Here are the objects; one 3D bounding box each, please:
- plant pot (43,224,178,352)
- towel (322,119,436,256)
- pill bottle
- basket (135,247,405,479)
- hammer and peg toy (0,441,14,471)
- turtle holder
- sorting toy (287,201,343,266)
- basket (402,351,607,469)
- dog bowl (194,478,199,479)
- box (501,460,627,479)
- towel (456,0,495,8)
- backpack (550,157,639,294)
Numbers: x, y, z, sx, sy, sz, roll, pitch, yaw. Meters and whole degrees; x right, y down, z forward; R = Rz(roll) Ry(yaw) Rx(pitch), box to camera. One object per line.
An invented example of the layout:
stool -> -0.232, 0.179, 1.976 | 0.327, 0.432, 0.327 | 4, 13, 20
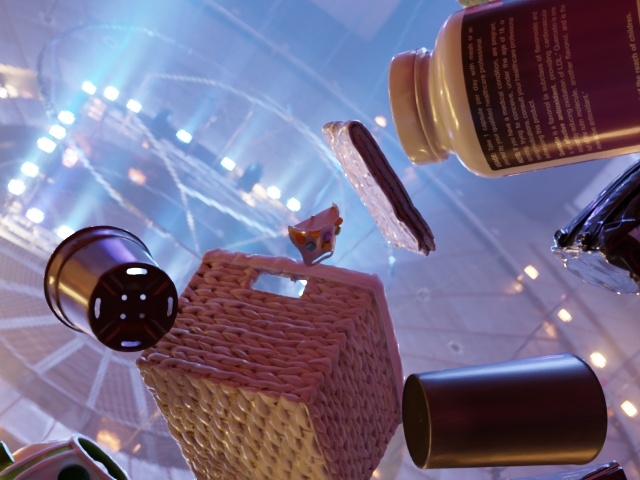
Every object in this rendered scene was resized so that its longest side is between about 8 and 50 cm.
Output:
plant pot -> -0.283, 0.074, 1.249 | 0.167, 0.167, 0.165 | 22, 180, -32
towel -> 0.101, -0.096, 1.630 | 0.282, 0.049, 0.187 | 57, 170, -14
pill bottle -> 0.240, -0.166, 0.907 | 0.181, 0.323, 0.181 | -9, -90, -66
basket -> -0.066, 0.229, 1.434 | 0.328, 0.331, 0.266 | 9, -135, 27
hammer and peg toy -> -0.551, 0.254, 1.274 | 0.127, 0.361, 0.266 | -31, -131, -17
turtle holder -> -0.421, 0.474, 1.494 | 0.320, 0.227, 0.243 | 39, 172, 31
sorting toy -> 0.000, 0.000, 1.258 | 0.083, 0.075, 0.045 | -29, -132, -28
basket -> 0.237, 0.237, 1.217 | 0.227, 0.204, 0.154 | -2, -100, -13
dog bowl -> -0.132, 0.642, 1.689 | 0.408, 0.408, 0.150 | 31, -179, -17
box -> 0.341, 0.678, 1.793 | 0.472, 0.480, 0.297 | -14, -104, -22
towel -> 0.242, -0.529, 1.522 | 0.370, 0.271, 0.040 | 38, -112, -16
backpack -> 0.657, -0.056, 1.700 | 0.273, 0.355, 0.290 | 35, 174, -5
